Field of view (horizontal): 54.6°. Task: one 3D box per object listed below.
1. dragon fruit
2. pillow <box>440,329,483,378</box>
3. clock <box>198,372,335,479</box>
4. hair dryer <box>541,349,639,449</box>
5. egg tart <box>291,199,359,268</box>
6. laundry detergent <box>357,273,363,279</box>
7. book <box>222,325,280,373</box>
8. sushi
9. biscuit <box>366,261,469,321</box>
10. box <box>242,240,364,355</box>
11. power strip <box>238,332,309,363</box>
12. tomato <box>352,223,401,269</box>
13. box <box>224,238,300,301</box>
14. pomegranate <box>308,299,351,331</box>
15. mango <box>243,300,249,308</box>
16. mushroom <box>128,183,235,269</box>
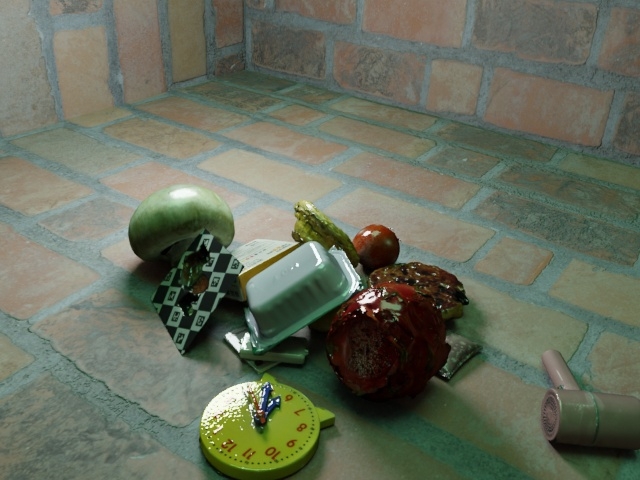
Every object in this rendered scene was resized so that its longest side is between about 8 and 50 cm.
[{"bbox_3d":[0.170,0.247,1.536,0.301,0.296,0.295,-17,35,-33],"label":"dragon fruit"},{"bbox_3d":[0.354,0.305,1.702,0.118,0.043,0.185,28,38,32],"label":"pillow"},{"bbox_3d":[-0.136,0.419,1.428,0.277,0.071,0.293,20,34,26],"label":"clock"},{"bbox_3d":[0.647,0.373,1.554,0.210,0.126,0.352,5,23,1],"label":"hair dryer"},{"bbox_3d":[0.000,0.000,1.998,0.123,0.294,0.294,-43,43,-6],"label":"egg tart"},{"bbox_3d":[0.032,0.122,1.960,0.206,0.061,0.096,0,-1,-5],"label":"laundry detergent"},{"bbox_3d":[-0.171,0.290,1.708,0.127,0.014,0.181,-20,37,-33],"label":"book"},{"bbox_3d":[-0.344,0.142,1.787,0.059,0.294,0.292,36,2,-42],"label":"sushi"},{"bbox_3d":[0.299,0.167,1.905,0.289,0.081,0.334,-6,27,-15],"label":"biscuit"},{"bbox_3d":[-0.076,0.125,1.674,0.336,0.106,0.264,-34,30,2],"label":"box"},{"bbox_3d":[-0.125,0.288,1.667,0.191,0.035,0.081,5,29,3],"label":"power strip"},{"bbox_3d":[0.181,0.024,2.067,0.167,0.168,0.167,2,30,-1],"label":"tomato"},{"bbox_3d":[-0.218,0.087,1.929,0.220,0.091,0.273,3,23,41],"label":"box"},{"bbox_3d":[0.031,0.175,1.780,0.196,0.196,0.196,2,30,-1],"label":"pomegranate"},{"bbox_3d":[-0.188,0.184,1.854,0.114,0.057,0.079,16,38,40],"label":"mango"},{"bbox_3d":[-0.444,-0.032,1.994,0.351,0.352,0.261,-7,74,-17],"label":"mushroom"}]
